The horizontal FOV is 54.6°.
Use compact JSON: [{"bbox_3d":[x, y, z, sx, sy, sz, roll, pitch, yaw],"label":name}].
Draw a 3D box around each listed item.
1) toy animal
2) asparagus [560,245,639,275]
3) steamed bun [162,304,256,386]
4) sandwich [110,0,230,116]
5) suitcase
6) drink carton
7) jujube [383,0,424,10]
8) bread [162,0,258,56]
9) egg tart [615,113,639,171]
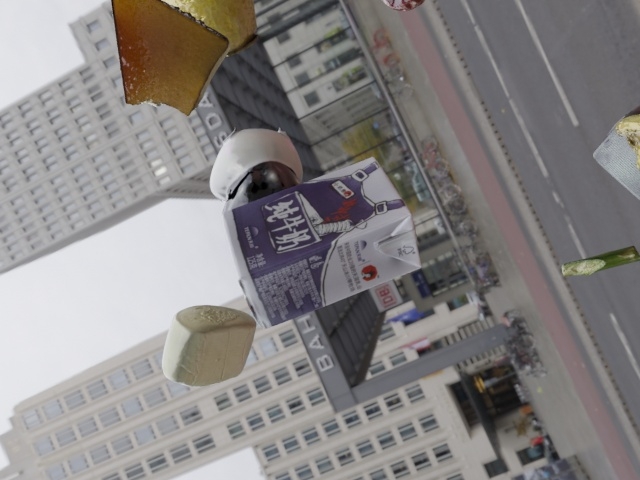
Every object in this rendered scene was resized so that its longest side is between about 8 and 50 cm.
[{"bbox_3d":[-0.145,-0.138,1.575,0.251,0.251,0.310,39,-144,-69],"label":"toy animal"},{"bbox_3d":[0.681,0.054,1.513,0.041,0.178,0.045,54,-157,-54],"label":"asparagus"},{"bbox_3d":[-0.304,0.275,1.647,0.250,0.200,0.155,3,-161,-44],"label":"steamed bun"},{"bbox_3d":[-0.256,-0.277,0.932,0.193,0.162,0.058,29,-179,-7],"label":"sandwich"},{"bbox_3d":[0.939,-0.217,1.735,0.312,0.128,0.202,48,157,16],"label":"suitcase"},{"bbox_3d":[0.001,0.000,0.786,0.134,0.222,0.102,-115,5,-50],"label":"drink carton"},{"bbox_3d":[0.215,-0.676,1.508,0.230,0.155,0.155,-69,-25,-13],"label":"jujube"},{"bbox_3d":[-0.211,-0.452,1.185,0.197,0.197,0.170,-101,-5,-56],"label":"bread"},{"bbox_3d":[0.697,-0.142,1.085,0.345,0.345,0.132,-53,-31,-79],"label":"egg tart"}]
